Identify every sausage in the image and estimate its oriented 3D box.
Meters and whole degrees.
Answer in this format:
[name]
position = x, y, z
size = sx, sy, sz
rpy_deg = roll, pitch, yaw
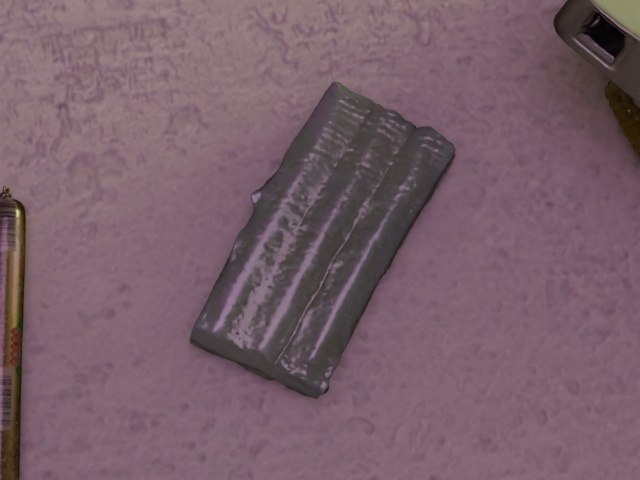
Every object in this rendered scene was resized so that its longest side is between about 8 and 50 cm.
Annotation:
[sausage]
position = -0.244, 0.090, 1.418
size = 0.033, 0.033, 0.269
rpy_deg = 0, 80, -3

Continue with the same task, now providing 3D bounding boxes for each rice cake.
[rice cake]
position = 0.000, 0.000, 1.444
size = 0.127, 0.043, 0.237
rpy_deg = 27, 78, 3

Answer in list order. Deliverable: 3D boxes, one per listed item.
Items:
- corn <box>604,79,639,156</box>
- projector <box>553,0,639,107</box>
[corn]
position = 0.324, -0.020, 1.446
size = 0.086, 0.086, 0.288
rpy_deg = -33, 82, -9
[projector]
position = 0.332, -0.148, 1.428
size = 0.257, 0.079, 0.259
rpy_deg = 40, 46, 4
